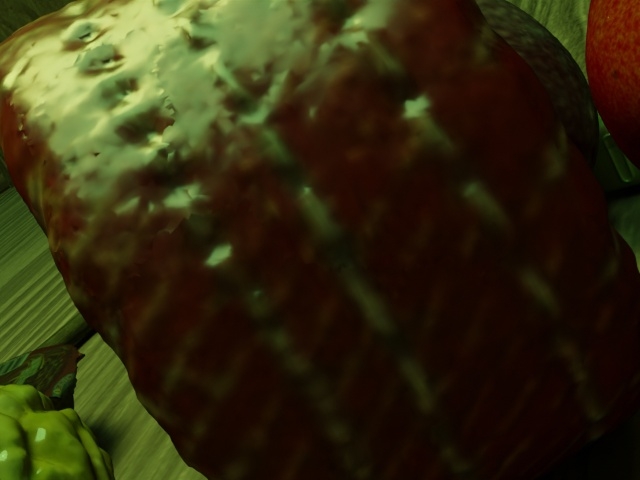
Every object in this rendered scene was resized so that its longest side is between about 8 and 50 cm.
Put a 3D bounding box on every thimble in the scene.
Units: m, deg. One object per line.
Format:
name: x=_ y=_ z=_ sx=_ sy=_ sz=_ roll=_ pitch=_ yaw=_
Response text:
thimble: x=0.000 y=0.000 z=0.616 sx=0.230 sy=0.350 sz=0.350 roll=-31 pitch=15 yaw=-5

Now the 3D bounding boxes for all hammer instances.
hammer: x=-0.299 y=0.110 z=1.365 sx=0.111 sy=0.043 sz=0.365 roll=-18 pitch=17 yaw=37

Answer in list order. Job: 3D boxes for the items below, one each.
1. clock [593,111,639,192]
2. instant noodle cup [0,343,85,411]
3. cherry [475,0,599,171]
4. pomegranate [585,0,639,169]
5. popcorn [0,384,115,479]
clock: x=0.314 y=-0.128 z=0.958 sx=0.170 sy=0.069 sz=0.232 roll=-19 pitch=17 yaw=37
instant noodle cup: x=-0.306 y=0.199 z=0.984 sx=0.274 sy=0.091 sz=0.274 roll=-27 pitch=15 yaw=8
cherry: x=0.090 y=-0.089 z=0.900 sx=0.230 sy=0.203 sz=0.300 roll=-54 pitch=43 yaw=33
pomegranate: x=0.296 y=-0.122 z=0.714 sx=0.256 sy=0.221 sz=0.221 roll=17 pitch=36 yaw=20
popcorn: x=-0.199 y=0.188 z=0.627 sx=0.203 sy=0.200 sz=0.226 roll=-31 pitch=12 yaw=-29
